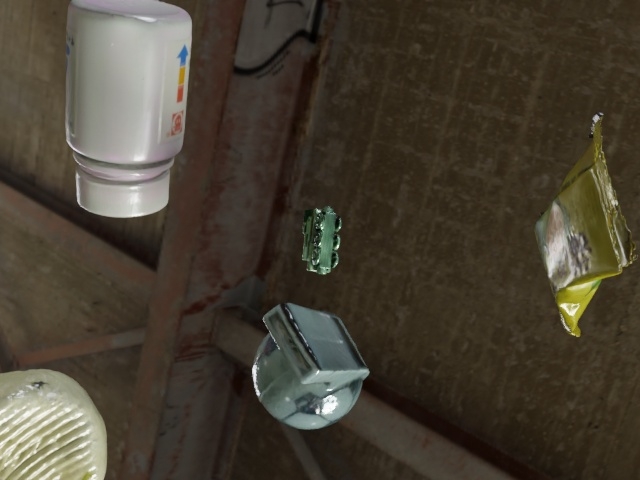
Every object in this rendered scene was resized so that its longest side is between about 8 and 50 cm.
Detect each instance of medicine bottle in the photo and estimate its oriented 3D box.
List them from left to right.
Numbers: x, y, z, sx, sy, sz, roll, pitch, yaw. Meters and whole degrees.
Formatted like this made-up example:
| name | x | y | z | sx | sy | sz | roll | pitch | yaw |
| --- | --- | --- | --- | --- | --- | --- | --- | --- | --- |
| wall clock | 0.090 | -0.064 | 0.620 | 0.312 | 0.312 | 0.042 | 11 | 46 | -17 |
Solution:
| name | x | y | z | sx | sy | sz | roll | pitch | yaw |
| --- | --- | --- | --- | --- | --- | --- | --- | --- | --- |
| medicine bottle | -0.277 | -0.191 | 1.102 | 0.170 | 0.170 | 0.293 | 27 | -60 | 36 |

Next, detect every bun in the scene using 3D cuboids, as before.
| name | x | y | z | sx | sy | sz | roll | pitch | yaw |
| --- | --- | --- | --- | --- | --- | --- | --- | --- | --- |
| bun | -0.406 | 0.290 | 0.985 | 0.160 | 0.259 | 0.259 | 11 | -80 | 53 |

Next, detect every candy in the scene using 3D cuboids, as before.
| name | x | y | z | sx | sy | sz | roll | pitch | yaw |
| --- | --- | --- | --- | --- | --- | --- | --- | --- | --- |
| candy | 0.314 | -0.004 | 0.938 | 0.081 | 0.297 | 0.187 | -6 | -116 | 3 |

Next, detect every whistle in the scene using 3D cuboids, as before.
| name | x | y | z | sx | sy | sz | roll | pitch | yaw |
| --- | --- | --- | --- | --- | --- | --- | --- | --- | --- |
| whistle | -0.028 | 0.171 | 1.007 | 0.163 | 0.290 | 0.163 | -4 | -102 | 21 |

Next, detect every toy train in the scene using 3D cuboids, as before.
| name | x | y | z | sx | sy | sz | roll | pitch | yaw |
| --- | --- | --- | --- | --- | --- | --- | --- | --- | --- |
| toy train | 0.000 | 0.000 | 0.939 | 0.053 | 0.033 | 0.083 | -2 | -100 | 60 |
